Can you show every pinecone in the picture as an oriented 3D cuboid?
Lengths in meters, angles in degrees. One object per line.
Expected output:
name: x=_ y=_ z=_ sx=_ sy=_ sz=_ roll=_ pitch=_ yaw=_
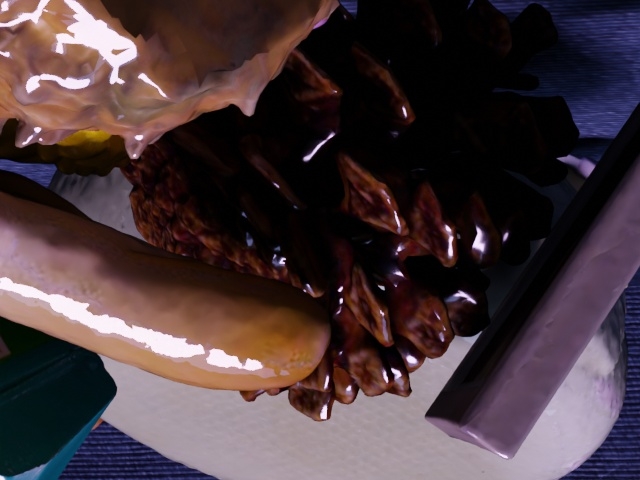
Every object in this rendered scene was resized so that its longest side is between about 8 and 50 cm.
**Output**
pinecone: x=0.016 y=-0.034 z=0.692 sx=0.165 sy=0.163 sz=0.163 roll=-35 pitch=-169 yaw=-26

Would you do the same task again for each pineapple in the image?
pineapple: x=-0.103 y=-0.075 z=0.445 sx=0.125 sy=0.125 sz=0.251 roll=4 pitch=179 yaw=-44

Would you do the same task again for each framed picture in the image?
framed picture: x=0.105 y=-0.021 z=0.647 sx=0.020 sy=0.211 sz=0.289 roll=35 pitch=177 yaw=4

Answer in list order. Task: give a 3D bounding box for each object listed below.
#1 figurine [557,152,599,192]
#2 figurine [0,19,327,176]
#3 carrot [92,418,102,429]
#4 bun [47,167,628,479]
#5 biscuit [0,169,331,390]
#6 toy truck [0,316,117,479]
figurine: x=0.118 y=-0.002 z=1.247 sx=0.184 sy=0.128 sz=0.208 roll=-6 pitch=-178 yaw=22
figurine: x=-0.091 y=-0.067 z=0.582 sx=0.156 sy=0.094 sz=0.115 roll=-10 pitch=172 yaw=35
carrot: x=-0.270 y=0.031 z=1.428 sx=0.254 sy=0.196 sz=0.196 roll=14 pitch=169 yaw=-26
bun: x=0.012 y=0.003 z=0.929 sx=0.293 sy=0.187 sz=0.293 roll=12 pitch=152 yaw=7
biscuit: x=-0.117 y=-0.005 z=0.575 sx=0.164 sy=0.047 sz=0.208 roll=22 pitch=-179 yaw=43
toy truck: x=-0.179 y=0.015 z=0.711 sx=0.124 sy=0.253 sz=0.114 roll=2 pitch=133 yaw=-47
